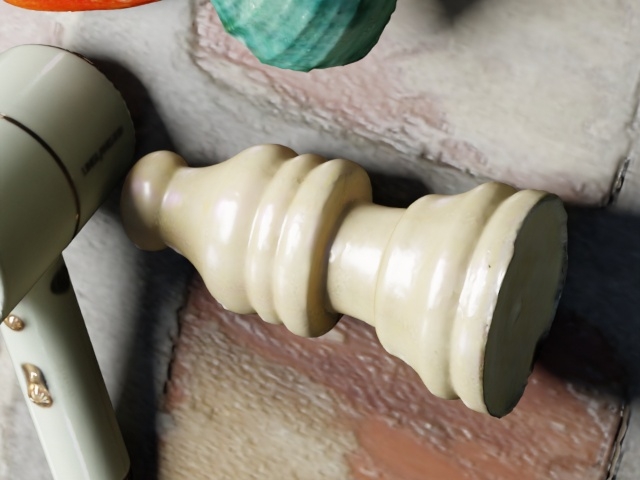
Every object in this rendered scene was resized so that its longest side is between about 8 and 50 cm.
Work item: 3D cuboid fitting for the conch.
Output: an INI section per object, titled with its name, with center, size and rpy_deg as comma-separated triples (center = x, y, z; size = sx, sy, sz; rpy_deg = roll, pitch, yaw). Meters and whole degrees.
[conch]
center = -0.031, -0.223, 1.219
size = 0.202, 0.134, 0.196
rpy_deg = 24, 80, 3

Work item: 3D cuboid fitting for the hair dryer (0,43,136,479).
[hair dryer]
center = -0.197, 0.063, 1.404
size = 0.128, 0.203, 0.362
rpy_deg = 2, 125, 24

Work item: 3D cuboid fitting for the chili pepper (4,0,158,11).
[chili pepper]
center = -0.148, -0.191, 1.349
size = 0.272, 0.063, 0.071
rpy_deg = -1, 118, 26

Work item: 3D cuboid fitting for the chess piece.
[chess piece]
center = 0.000, 0.000, 1.310
size = 0.307, 0.124, 0.138
rpy_deg = 18, 145, 26
